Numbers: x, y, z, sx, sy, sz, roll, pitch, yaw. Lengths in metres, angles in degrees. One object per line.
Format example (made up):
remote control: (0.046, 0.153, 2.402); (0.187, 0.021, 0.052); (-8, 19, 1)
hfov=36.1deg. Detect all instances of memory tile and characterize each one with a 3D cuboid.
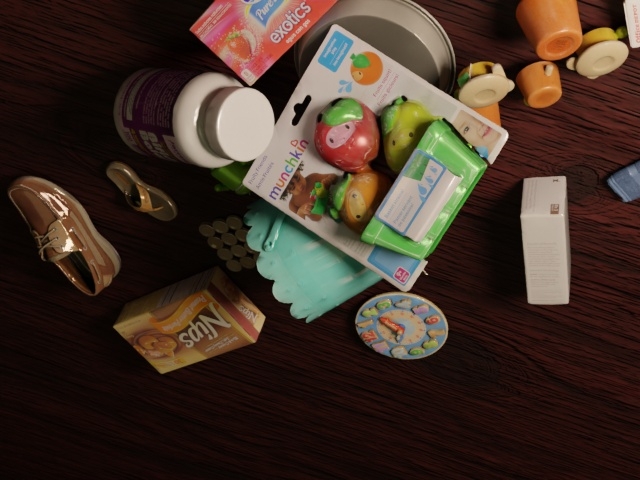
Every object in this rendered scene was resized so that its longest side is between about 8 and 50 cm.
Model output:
memory tile: (-0.187, 0.007, 2.136); (0.113, 0.012, 0.148); (-15, 126, 29)

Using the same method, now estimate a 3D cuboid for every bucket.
bucket: (0.000, 0.000, 1.884); (0.183, 0.281, 0.281); (-29, 120, 17)

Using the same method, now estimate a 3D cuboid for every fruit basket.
fruit basket: (0.083, -0.135, 1.653); (0.353, 0.165, 0.327); (33, 105, 3)

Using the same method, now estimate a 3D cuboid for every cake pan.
cake pan: (0.089, -0.298, 1.731); (0.293, 0.054, 0.293); (10, 134, 10)

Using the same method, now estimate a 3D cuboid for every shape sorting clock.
shape sorting clock: (0.179, 0.192, 2.172); (0.206, 0.040, 0.206); (9, 134, 10)

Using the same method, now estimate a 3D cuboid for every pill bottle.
pill bottle: (-0.224, -0.218, 1.750); (0.301, 0.169, 0.169); (14, 143, 47)

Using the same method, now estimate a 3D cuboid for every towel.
towel: (0.580, -0.116, 1.759); (0.119, 0.029, 0.067); (-29, 119, 37)

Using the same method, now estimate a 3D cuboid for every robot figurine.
robot figurine: (-0.171, -0.138, 1.956); (0.115, 0.067, 0.101); (37, 120, -17)

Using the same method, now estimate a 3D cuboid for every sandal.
sandal: (-0.385, -0.096, 2.078); (0.180, 0.049, 0.072); (41, 131, -20)

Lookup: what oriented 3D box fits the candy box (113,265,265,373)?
candy box: (-0.309, 0.191, 2.295); (0.316, 0.088, 0.183); (-22, 122, 32)

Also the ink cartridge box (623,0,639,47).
ink cartridge box: (0.540, -0.358, 1.529); (0.122, 0.052, 0.089); (-6, 129, 21)

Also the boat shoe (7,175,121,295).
boat shoe: (-0.571, -0.007, 2.174); (0.123, 0.116, 0.324); (-21, 122, 33)

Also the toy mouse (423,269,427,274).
toy mouse: (0.167, 0.023, 2.022); (0.143, 0.031, 0.161); (32, 134, -12)

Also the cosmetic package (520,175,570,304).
cosmetic package: (0.428, 0.002, 1.860); (0.085, 0.117, 0.231); (-2, 130, 18)

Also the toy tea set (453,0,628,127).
toy tea set: (0.330, -0.301, 1.637); (0.336, 0.124, 0.200); (-31, 146, 34)

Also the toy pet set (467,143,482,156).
toy pet set: (0.233, -0.138, 1.847); (0.122, 0.065, 0.114); (19, 100, -4)

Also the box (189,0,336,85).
box: (-0.055, -0.415, 1.596); (0.142, 0.154, 0.300); (42, 131, -13)
